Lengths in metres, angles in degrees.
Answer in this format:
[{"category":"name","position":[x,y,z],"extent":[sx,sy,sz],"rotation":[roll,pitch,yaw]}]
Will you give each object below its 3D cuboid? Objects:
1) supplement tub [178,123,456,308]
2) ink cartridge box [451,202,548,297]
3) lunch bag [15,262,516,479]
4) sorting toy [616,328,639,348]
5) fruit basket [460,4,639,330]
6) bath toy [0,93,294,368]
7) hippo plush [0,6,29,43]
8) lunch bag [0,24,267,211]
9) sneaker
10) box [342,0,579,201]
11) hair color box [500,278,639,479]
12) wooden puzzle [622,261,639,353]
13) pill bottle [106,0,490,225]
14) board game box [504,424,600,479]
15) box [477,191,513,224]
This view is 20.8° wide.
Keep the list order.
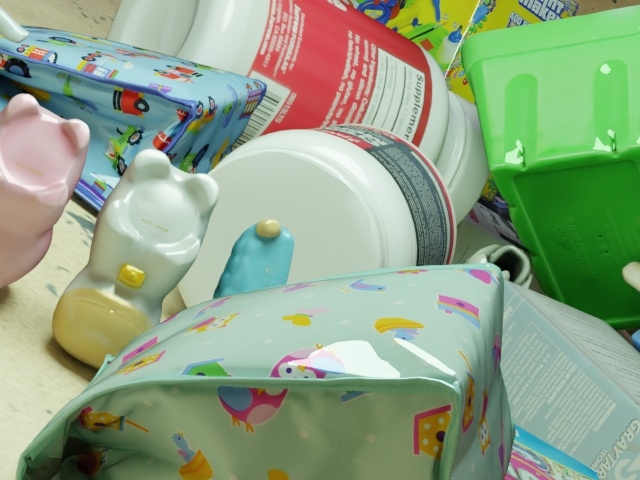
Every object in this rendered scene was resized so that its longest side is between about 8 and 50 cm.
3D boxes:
[{"category":"supplement tub","position":[0.000,0.000,1.467],"extent":[0.191,0.191,0.272],"rotation":[36,13,9]},{"category":"ink cartridge box","position":[0.221,0.034,2.107],"extent":[0.208,0.087,0.153],"rotation":[30,13,-13]},{"category":"lunch bag","position":[-0.028,0.111,1.033],"extent":[0.262,0.160,0.223],"rotation":[-3,15,12]},{"category":"sorting toy","position":[0.489,0.195,2.309],"extent":[0.229,0.041,0.307],"rotation":[18,27,-43]},{"category":"fruit basket","position":[0.337,-0.130,1.917],"extent":[0.283,0.392,0.392],"rotation":[-7,-2,22]},{"category":"bath toy","position":[-0.198,-0.017,1.204],"extent":[0.348,0.151,0.129],"rotation":[30,-25,-8]},{"category":"hippo plush","position":[-0.382,-0.336,1.519],"extent":[0.234,0.236,0.294],"rotation":[12,9,-35]},{"category":"lunch bag","position":[-0.228,-0.138,1.591],"extent":[0.293,0.138,0.221],"rotation":[27,15,9]},{"category":"sneaker","position":[0.190,0.059,1.871],"extent":[0.099,0.121,0.262],"rotation":[38,13,10]},{"category":"box","position":[0.123,-0.234,2.225],"extent":[0.177,0.279,0.290],"rotation":[25,-2,-44]},{"category":"hair color box","position":[0.302,0.200,1.658],"extent":[0.185,0.113,0.374],"rotation":[22,17,-44]},{"category":"wooden puzzle","position":[0.438,0.214,1.774],"extent":[0.322,0.080,0.347],"rotation":[42,-14,53]},{"category":"pill bottle","position":[-0.013,-0.147,1.873],"extent":[0.408,0.229,0.229],"rotation":[25,16,-35]},{"category":"board game box","position":[0.124,0.218,1.207],"extent":[0.224,0.097,0.303],"rotation":[30,13,-18]},{"category":"box","position":[0.222,-0.066,2.523],"extent":[0.183,0.059,0.233],"rotation":[39,14,25]}]
